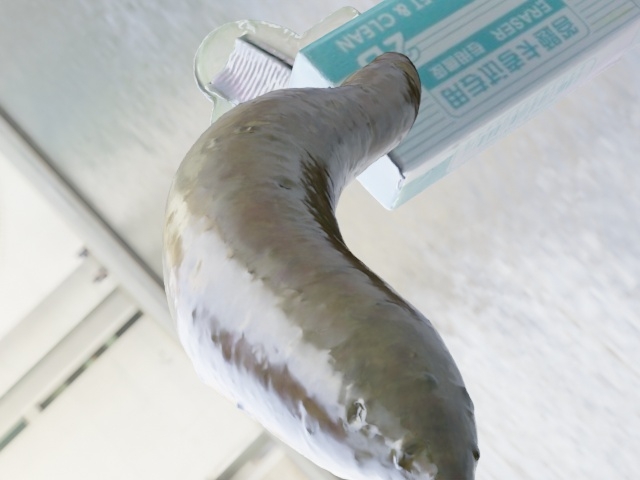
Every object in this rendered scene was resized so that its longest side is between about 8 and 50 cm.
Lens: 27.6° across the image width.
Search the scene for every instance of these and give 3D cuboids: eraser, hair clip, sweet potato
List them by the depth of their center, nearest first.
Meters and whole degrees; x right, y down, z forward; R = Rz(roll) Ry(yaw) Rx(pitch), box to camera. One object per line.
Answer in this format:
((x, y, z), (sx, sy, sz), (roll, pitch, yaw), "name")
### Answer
((-0.007, -0.002, 0.509), (0.346, 0.108, 0.079), (-87, 4, -61), "sweet potato")
((0.095, -0.112, 0.746), (0.095, 0.225, 0.052), (48, 154, 18), "eraser")
((-0.026, -0.126, 1.052), (0.071, 0.159, 0.218), (26, -173, -46), "hair clip")
